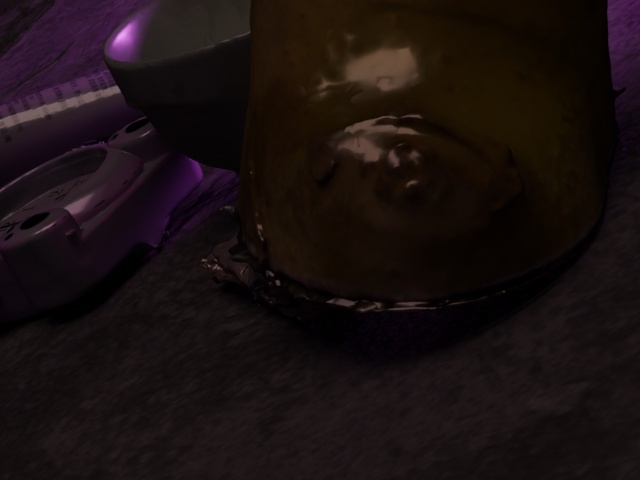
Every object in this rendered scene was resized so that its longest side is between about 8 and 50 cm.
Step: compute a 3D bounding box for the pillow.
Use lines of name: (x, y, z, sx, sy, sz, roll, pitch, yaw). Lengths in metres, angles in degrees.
pillow: (0.000, 0.000, 1.481, 0.135, 0.049, 0.248, -34, 18, -14)

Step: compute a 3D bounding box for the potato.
potato: (0.049, -0.166, 1.383, 0.290, 0.296, 0.397, -3, 25, 22)

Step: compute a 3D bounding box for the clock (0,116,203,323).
clock: (-0.246, -0.009, 1.796, 0.248, 0.090, 0.227, -14, 24, 41)

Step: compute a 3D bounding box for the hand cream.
hand cream: (-0.271, -0.138, 2.168, 0.314, 0.089, 0.139, -26, 20, -3)

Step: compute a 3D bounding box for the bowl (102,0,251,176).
bowl: (-0.023, -0.159, 1.714, 0.307, 0.163, 0.307, -18, 21, 7)
